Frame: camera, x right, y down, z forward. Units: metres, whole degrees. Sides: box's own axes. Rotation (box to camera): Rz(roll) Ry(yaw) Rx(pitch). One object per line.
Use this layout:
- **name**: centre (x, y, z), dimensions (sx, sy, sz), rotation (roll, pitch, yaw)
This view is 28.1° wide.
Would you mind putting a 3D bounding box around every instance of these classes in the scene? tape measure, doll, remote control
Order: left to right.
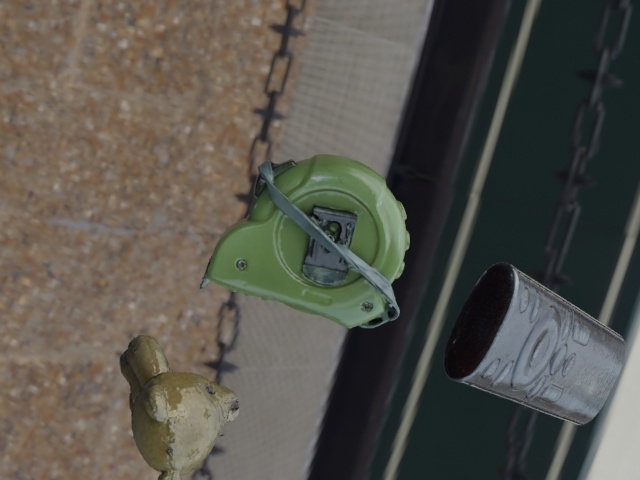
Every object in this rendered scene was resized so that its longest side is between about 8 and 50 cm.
- **doll**: centre (-0.078, 0.076, 0.595), dimensions (0.051, 0.093, 0.061), rotation (-24, 110, -36)
- **tape measure**: centre (0.000, 0.000, 1.284), dimensions (0.106, 0.200, 0.175), rotation (-89, -161, -84)
- **remote control**: centre (0.211, 0.106, 1.192), dimensions (0.377, 0.044, 0.107), rotation (27, 84, -61)
